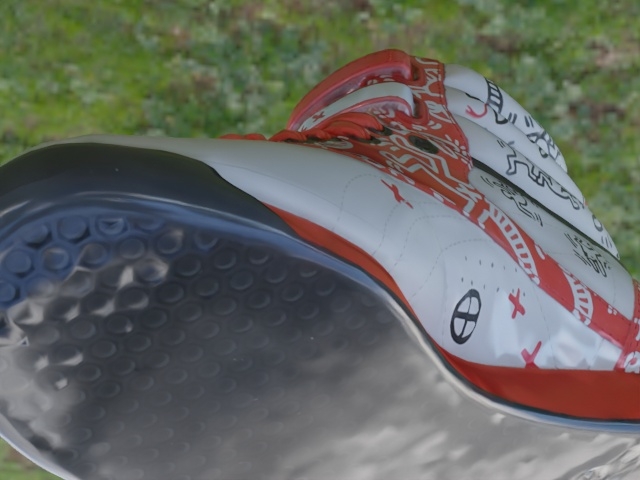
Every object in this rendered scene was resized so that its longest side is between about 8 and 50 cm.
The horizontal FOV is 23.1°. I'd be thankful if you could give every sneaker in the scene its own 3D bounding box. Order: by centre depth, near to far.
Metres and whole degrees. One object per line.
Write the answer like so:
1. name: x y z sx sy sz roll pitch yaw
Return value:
1. sneaker: 0.000 0.001 0.433 0.270 0.145 0.090 20 123 -41
